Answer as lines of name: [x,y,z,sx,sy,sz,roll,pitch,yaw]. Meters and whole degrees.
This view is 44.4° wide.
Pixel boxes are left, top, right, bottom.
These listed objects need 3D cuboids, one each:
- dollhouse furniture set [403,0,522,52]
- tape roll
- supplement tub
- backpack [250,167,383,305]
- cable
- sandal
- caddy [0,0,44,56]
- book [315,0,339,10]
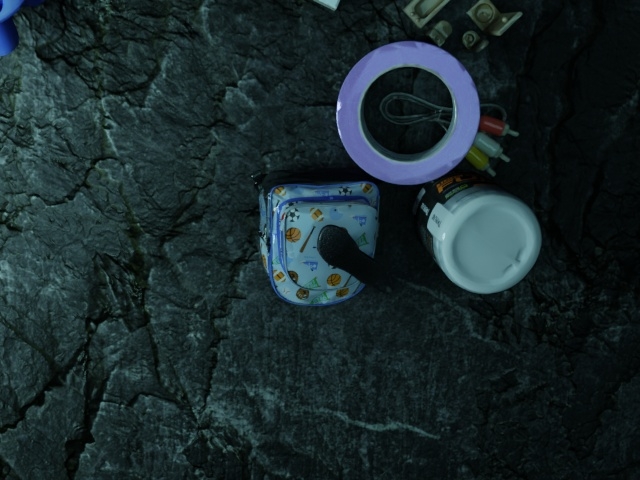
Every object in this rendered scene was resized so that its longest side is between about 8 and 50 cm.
dollhouse furniture set: [0.271,-0.441,1.513,0.144,0.123,0.151,-43,104,7]
tape roll: [0.171,-0.252,1.536,0.275,0.090,0.274,2,105,6]
supplement tub: [0.289,-0.030,1.528,0.194,0.316,0.193,-1,105,-6]
backpack: [0.000,0.000,1.577,0.277,0.213,0.263,-1,116,-8]
cable: [0.267,-0.248,1.591,0.287,0.072,0.139,24,106,-11]
sandal: [0.049,0.026,1.471,0.067,0.040,0.179,-44,130,7]
caddy: [-0.640,-0.470,1.342,0.341,0.179,0.241,25,77,3]
book: [-0.016,-0.522,1.516,0.144,0.035,0.096,23,98,-9]
